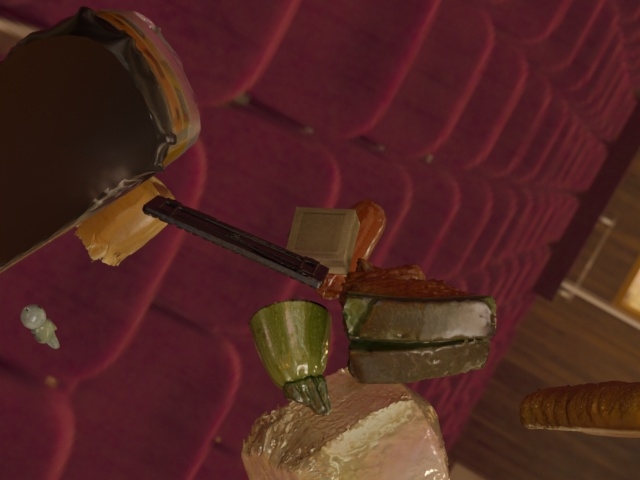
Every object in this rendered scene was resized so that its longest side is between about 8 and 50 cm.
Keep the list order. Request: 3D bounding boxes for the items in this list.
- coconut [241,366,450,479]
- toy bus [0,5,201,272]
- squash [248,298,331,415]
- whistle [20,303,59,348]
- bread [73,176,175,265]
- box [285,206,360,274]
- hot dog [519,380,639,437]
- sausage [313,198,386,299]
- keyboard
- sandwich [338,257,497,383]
[{"bbox_3d":[0.055,0.342,2.022,0.309,0.297,0.297,-31,155,-31],"label":"coconut"},{"bbox_3d":[-0.280,-0.077,1.181,0.386,0.171,0.162,-29,-171,23],"label":"toy bus"},{"bbox_3d":[-0.030,0.152,1.521,0.105,0.105,0.132,106,-21,-55],"label":"squash"},{"bbox_3d":[-0.384,0.119,1.749,0.035,0.035,0.100,-56,148,-25],"label":"whistle"},{"bbox_3d":[-0.342,-0.045,2.226,0.173,0.134,0.085,-41,132,8],"label":"bread"},{"bbox_3d":[0.000,0.000,1.578,0.035,0.083,0.079,69,29,-53],"label":"box"},{"bbox_3d":[0.344,0.203,1.538,0.289,0.083,0.068,-9,-103,62],"label":"hot dog"},{"bbox_3d":[0.043,0.015,2.017,0.197,0.076,0.076,-60,172,-36],"label":"sausage"},{"bbox_3d":[-0.089,0.000,1.351,0.061,0.204,0.013,-59,172,-73],"label":"keyboard"},{"bbox_3d":[0.114,0.095,1.525,0.160,0.185,0.109,-79,169,-70],"label":"sandwich"}]
